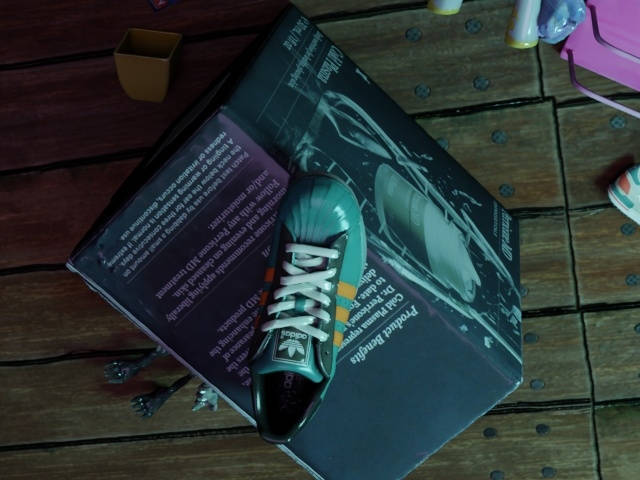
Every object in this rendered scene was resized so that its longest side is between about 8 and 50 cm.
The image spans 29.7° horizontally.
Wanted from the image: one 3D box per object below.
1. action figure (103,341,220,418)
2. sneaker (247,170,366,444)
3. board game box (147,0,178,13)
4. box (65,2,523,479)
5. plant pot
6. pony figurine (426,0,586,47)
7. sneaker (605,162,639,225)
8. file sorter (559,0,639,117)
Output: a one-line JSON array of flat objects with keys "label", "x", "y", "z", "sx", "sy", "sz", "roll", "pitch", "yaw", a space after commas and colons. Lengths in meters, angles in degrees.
[{"label": "action figure", "x": -0.196, "y": 0.189, "z": 1.891, "sx": 0.275, "sy": 0.141, "sz": 0.164, "roll": -29, "pitch": 96, "yaw": 22}, {"label": "sneaker", "x": -0.016, "y": 0.080, "z": 1.285, "sx": 0.108, "sy": 0.121, "sz": 0.302, "roll": 9, "pitch": 114, "yaw": 3}, {"label": "board game box", "x": -0.230, "y": -0.422, "z": 1.650, "sx": 0.194, "sy": 0.060, "sz": 0.194, "roll": -23, "pitch": 110, "yaw": 20}, {"label": "box", "x": 0.000, "y": 0.000, "z": 1.577, "sx": 0.472, "sy": 0.480, "sz": 0.297, "roll": 44, "pitch": 113, "yaw": -12}, {"label": "plant pot", "x": -0.244, "y": -0.245, "z": 1.727, "sx": 0.081, "sy": 0.081, "sz": 0.083, "roll": 7, "pitch": 127, "yaw": 6}, {"label": "pony figurine", "x": 0.252, "y": -0.426, "z": 1.438, "sx": 0.302, "sy": 0.351, "sz": 0.363, "roll": -10, "pitch": 117, "yaw": -24}, {"label": "sneaker", "x": 0.487, "y": -0.047, "z": 1.710, "sx": 0.161, "sy": 0.057, "sz": 0.075, "roll": 36, "pitch": 121, "yaw": -5}, {"label": "file sorter", "x": 0.461, "y": -0.300, "z": 1.526, "sx": 0.202, "sy": 0.182, "sz": 0.291, "roll": 23, "pitch": 116, "yaw": -2}]
